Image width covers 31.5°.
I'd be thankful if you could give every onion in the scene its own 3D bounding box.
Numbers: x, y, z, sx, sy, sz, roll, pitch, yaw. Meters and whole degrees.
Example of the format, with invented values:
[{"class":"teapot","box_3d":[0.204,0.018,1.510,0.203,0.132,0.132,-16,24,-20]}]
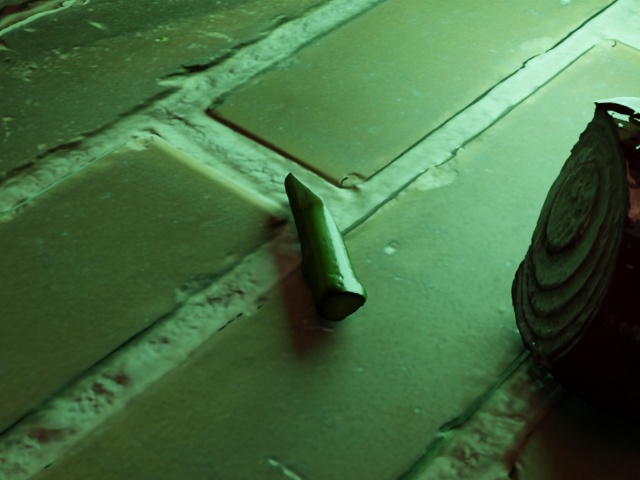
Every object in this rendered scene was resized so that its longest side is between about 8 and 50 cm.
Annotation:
[{"class":"onion","box_3d":[0.280,0.029,0.873,0.207,0.216,0.206,6,44,-9]}]

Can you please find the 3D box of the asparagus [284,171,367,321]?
[{"class":"asparagus","box_3d":[0.000,0.000,1.009,0.041,0.045,0.178,22,32,-31]}]
